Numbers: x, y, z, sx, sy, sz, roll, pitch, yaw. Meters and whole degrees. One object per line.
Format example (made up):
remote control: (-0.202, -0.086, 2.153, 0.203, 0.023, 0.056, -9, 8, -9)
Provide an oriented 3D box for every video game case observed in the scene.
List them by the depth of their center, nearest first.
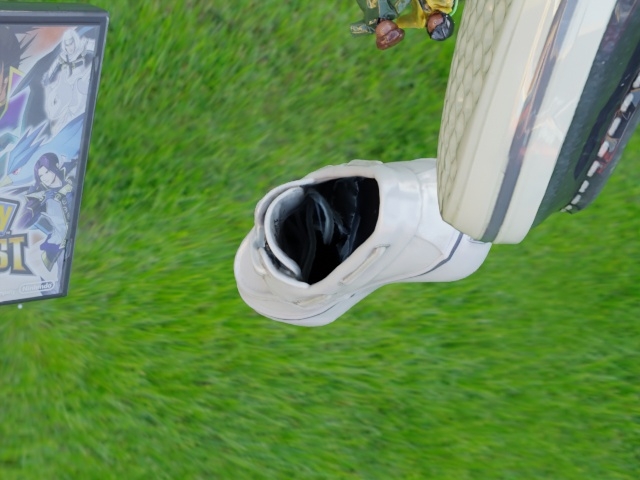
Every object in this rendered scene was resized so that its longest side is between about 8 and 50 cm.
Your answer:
video game case: (-0.296, -0.061, 1.248, 0.274, 0.035, 0.248, -7, 114, -44)

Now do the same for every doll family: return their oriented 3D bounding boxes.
doll family: (0.104, -0.223, 1.337, 0.076, 0.193, 0.111, -6, 68, -44)

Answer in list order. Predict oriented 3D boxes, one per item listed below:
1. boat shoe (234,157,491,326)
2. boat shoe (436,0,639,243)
boat shoe: (0.000, 0.000, 1.009, 0.088, 0.267, 0.096, 8, 82, -29)
boat shoe: (0.190, -0.204, 0.569, 0.156, 0.187, 0.500, 27, 104, -7)
